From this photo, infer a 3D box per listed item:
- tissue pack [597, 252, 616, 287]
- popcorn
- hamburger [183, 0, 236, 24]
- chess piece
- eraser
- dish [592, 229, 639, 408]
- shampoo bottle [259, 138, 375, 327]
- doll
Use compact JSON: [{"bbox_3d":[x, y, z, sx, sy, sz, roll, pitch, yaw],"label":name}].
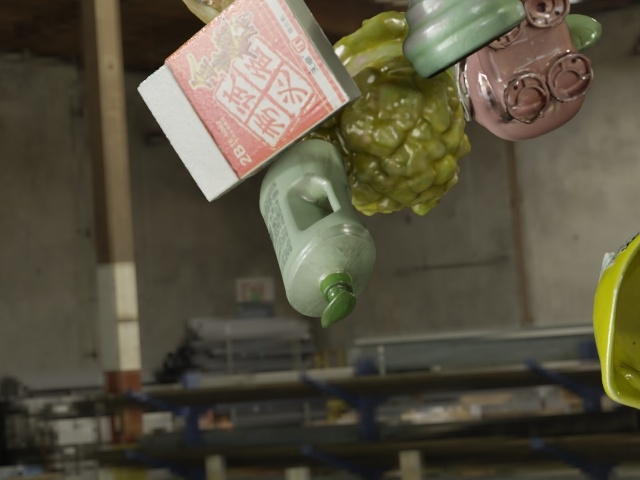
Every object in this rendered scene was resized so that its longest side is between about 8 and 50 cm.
[{"bbox_3d":[0.253,0.057,1.222,0.023,0.056,0.108,0,24,-10],"label":"tissue pack"},{"bbox_3d":[0.062,-0.144,1.761,0.212,0.259,0.259,-23,-3,-7],"label":"popcorn"},{"bbox_3d":[-0.123,-0.349,1.835,0.155,0.207,0.135,-14,19,16],"label":"hamburger"},{"bbox_3d":[0.098,-0.319,1.602,0.139,0.271,0.139,-32,2,1],"label":"chess piece"},{"bbox_3d":[-0.081,-0.162,1.598,0.230,0.157,0.038,-33,-1,36],"label":"eraser"},{"bbox_3d":[0.260,0.048,1.074,0.208,0.148,0.080,-34,10,-22],"label":"dish"},{"bbox_3d":[0.000,0.000,1.572,0.087,0.118,0.234,21,28,-26],"label":"shampoo bottle"},{"bbox_3d":[0.267,-0.257,2.066,0.284,0.216,0.268,-23,19,-7],"label":"doll"}]
